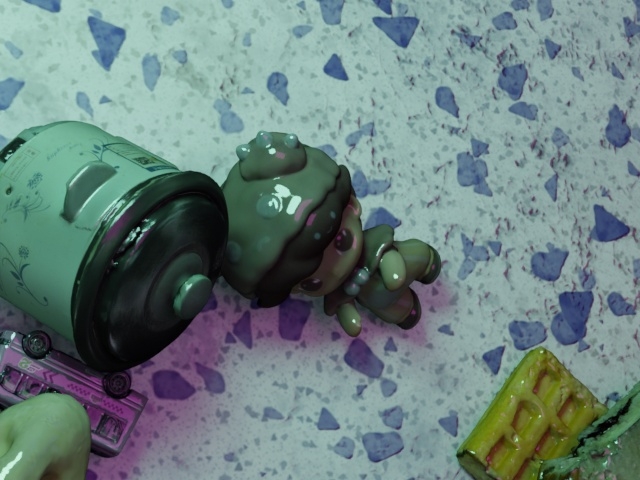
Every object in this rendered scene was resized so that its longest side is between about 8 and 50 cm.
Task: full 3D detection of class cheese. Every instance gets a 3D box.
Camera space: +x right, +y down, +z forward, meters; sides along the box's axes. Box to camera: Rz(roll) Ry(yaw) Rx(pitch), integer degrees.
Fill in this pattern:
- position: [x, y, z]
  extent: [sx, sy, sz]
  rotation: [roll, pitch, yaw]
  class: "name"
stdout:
- position: [-0.341, 0.384, 1.457]
  extent: [0.351, 0.129, 0.328]
  rotation: [-54, 133, -47]
  class: "cheese"

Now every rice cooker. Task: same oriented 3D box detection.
- position: [-0.257, 0.005, 1.551]
  extent: [0.316, 0.316, 0.264]
  rotation: [46, 63, -5]
  class: "rice cooker"

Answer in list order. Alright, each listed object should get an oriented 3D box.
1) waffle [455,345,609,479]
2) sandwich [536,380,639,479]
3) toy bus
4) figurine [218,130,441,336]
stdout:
- position: [0.342, 0.313, 1.875]
  extent: [0.248, 0.055, 0.221]
  rotation: [45, 62, -6]
  class: "waffle"
- position: [0.433, 0.309, 1.828]
  extent: [0.254, 0.099, 0.288]
  rotation: [16, 71, -21]
  class: "sandwich"
- position: [-0.325, 0.191, 1.599]
  extent: [0.199, 0.096, 0.108]
  rotation: [29, 71, -17]
  class: "toy bus"
- position: [0.001, 0.001, 1.741]
  extent: [0.380, 0.248, 0.203]
  rotation: [26, 26, -31]
  class: "figurine"
